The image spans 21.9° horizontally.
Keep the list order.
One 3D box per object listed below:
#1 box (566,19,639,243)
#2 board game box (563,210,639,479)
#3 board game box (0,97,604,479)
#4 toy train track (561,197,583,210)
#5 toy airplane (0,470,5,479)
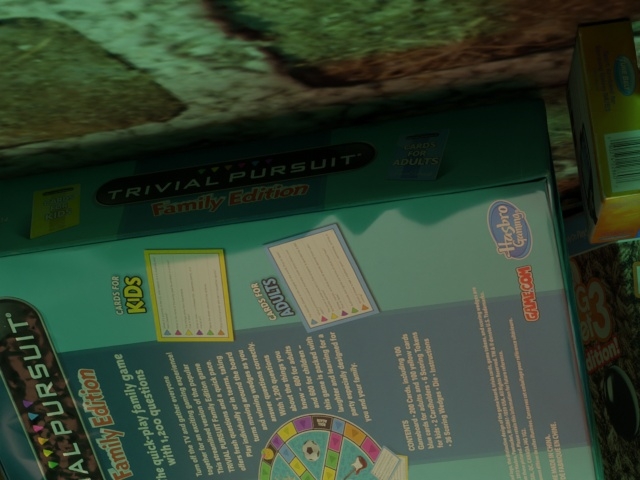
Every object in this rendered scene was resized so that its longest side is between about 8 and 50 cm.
[{"bbox_3d":[0.138,-0.047,0.797,0.028,0.081,0.136,-8,170,6],"label":"box"},{"bbox_3d":[0.240,0.124,1.176,0.141,0.291,0.232,-8,172,-18],"label":"board game box"},{"bbox_3d":[-0.023,0.068,0.926,0.336,0.254,0.079,-8,-146,10],"label":"board game box"},{"bbox_3d":[0.187,-0.032,1.105,0.048,0.014,0.083,-8,175,-25],"label":"toy train track"},{"bbox_3d":[-0.238,0.250,1.416,0.386,0.384,0.272,36,133,-6],"label":"toy airplane"}]
